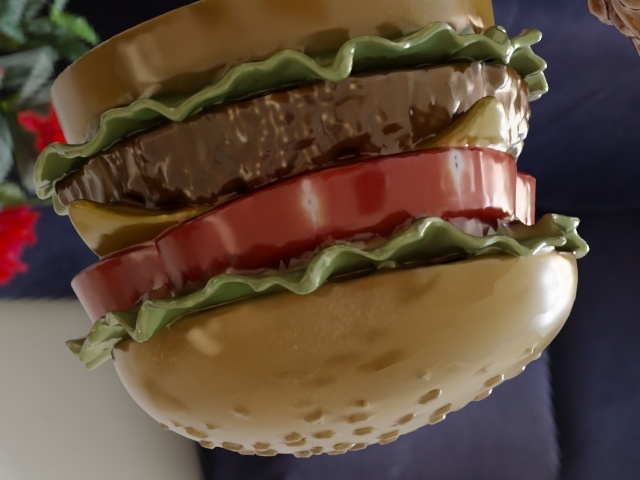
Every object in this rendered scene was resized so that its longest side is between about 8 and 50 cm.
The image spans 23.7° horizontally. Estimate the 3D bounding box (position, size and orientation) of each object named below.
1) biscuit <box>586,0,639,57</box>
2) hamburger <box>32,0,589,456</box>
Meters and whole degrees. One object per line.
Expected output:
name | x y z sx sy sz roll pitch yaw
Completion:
biscuit | 0.147 -0.241 0.950 0.110 0.312 0.318 -43 139 11
hamburger | 0.000 0.000 0.764 0.275 0.212 0.274 -14 174 -2
